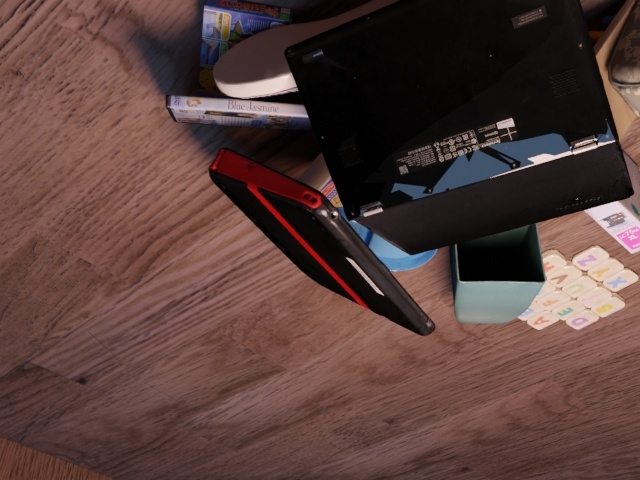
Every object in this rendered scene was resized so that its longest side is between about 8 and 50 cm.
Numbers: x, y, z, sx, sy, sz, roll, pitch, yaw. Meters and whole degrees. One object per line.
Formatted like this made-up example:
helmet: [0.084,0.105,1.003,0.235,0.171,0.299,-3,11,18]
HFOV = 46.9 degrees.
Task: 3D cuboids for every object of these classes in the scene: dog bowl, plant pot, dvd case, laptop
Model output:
dog bowl: [0.087,-0.026,1.476,0.297,0.074,0.166,7,140,-7]
plant pot: [0.345,0.072,1.521,0.165,0.166,0.234,0,148,2]
dvd case: [-0.113,-0.200,1.177,0.253,0.022,0.180,3,-178,-7]
laptop: [0.219,-0.165,1.084,0.382,0.236,0.408,-16,104,23]

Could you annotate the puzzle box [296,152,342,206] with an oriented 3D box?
puzzle box: [0.171,-0.187,1.209,0.272,0.052,0.409,-1,148,-39]

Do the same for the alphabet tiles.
alphabet tiles: [0.553,0.115,1.661,0.284,0.021,0.278,30,133,-29]

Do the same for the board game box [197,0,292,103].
board game box: [-0.127,-0.293,1.201,0.136,0.035,0.201,9,139,-7]

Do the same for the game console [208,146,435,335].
game console: [0.000,0.000,1.256,0.342,0.060,0.386,22,161,48]

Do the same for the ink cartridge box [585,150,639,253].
ink cartridge box: [0.455,-0.128,1.250,0.065,0.186,0.311,-30,130,35]

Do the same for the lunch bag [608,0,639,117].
lunch bag: [0.602,-0.237,1.034,0.256,0.213,0.305,33,170,-33]

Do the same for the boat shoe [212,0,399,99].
boat shoe: [0.017,-0.253,1.142,0.340,0.127,0.158,-16,141,3]

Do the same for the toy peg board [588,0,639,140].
toy peg board: [0.444,-0.266,1.149,0.079,0.161,0.161,24,164,49]
